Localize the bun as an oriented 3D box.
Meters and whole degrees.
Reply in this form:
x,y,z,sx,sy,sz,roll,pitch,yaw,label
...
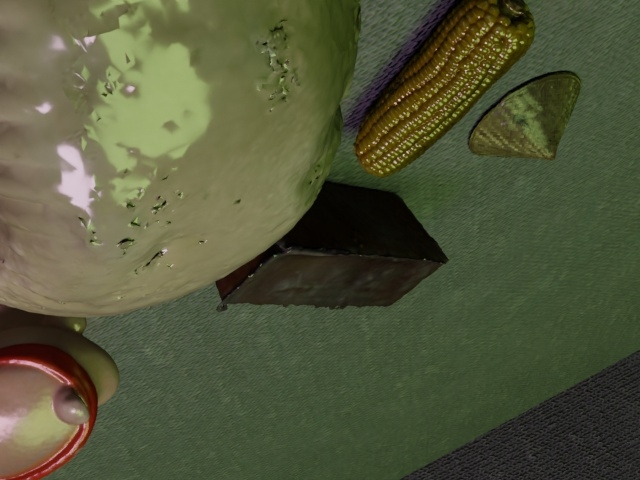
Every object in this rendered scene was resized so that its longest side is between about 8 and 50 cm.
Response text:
x,y,z,sx,sy,sz,roll,pitch,yaw,label
-0.109,-0.142,0.569,0.234,0.362,0.326,-25,-161,-23,bun

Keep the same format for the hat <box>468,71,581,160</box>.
x,y,z,sx,sy,sz,roll,pitch,yaw,label
0.244,-0.116,1.421,0.146,0.067,0.146,-24,156,-12,hat

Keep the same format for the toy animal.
x,y,z,sx,sy,sz,roll,pitch,yaw,label
-0.274,0.117,1.135,0.171,0.197,0.171,-20,153,-11,toy animal

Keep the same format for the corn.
x,y,z,sx,sy,sz,roll,pitch,yaw,label
0.109,-0.146,1.197,0.080,0.080,0.231,-3,148,-46,corn

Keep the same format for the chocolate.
x,y,z,sx,sy,sz,roll,pitch,yaw,label
0.000,0.000,1.328,0.112,0.112,0.321,-40,156,27,chocolate
